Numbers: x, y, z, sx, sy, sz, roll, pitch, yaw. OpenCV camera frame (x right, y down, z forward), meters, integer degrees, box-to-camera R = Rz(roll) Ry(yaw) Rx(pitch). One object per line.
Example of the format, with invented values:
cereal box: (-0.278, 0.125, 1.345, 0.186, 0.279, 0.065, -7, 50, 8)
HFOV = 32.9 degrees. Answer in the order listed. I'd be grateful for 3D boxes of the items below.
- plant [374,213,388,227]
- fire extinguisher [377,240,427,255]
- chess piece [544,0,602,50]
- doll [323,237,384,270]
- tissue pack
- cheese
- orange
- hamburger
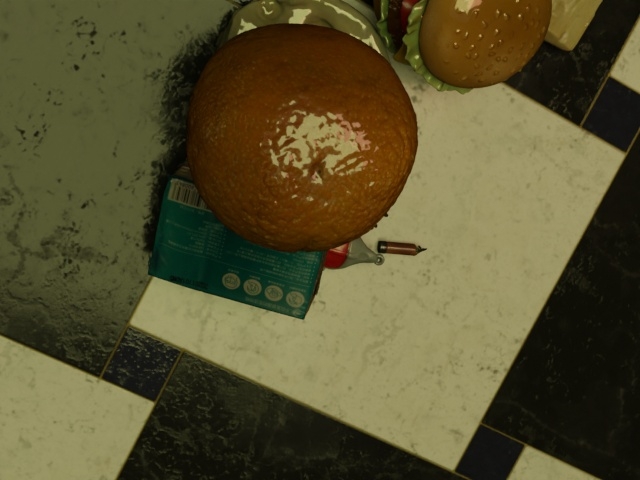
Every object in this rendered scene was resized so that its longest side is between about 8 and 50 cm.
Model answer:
plant: (0.098, -0.065, 1.847, 0.051, 0.051, 0.102, 2, 111, -12)
fire extinguisher: (0.142, 0.014, 1.881, 0.083, 0.028, 0.022, 5, 76, -12)
chess piece: (0.446, -0.471, 1.816, 0.137, 0.137, 0.301, 22, 104, -15)
doll: (0.000, 0.000, 1.824, 0.227, 0.075, 0.102, 16, 111, -4)
tissue pack: (-0.117, -0.007, 1.728, 0.271, 0.134, 0.192, 18, 116, 1)
cheese: (-0.046, -0.247, 1.748, 0.326, 0.115, 0.318, -23, 105, -7)
orange: (-0.030, -0.151, 1.527, 0.322, 0.357, 0.322, -5, 118, -9)
hamburger: (0.232, -0.358, 1.677, 0.274, 0.212, 0.274, -20, 134, -22)
